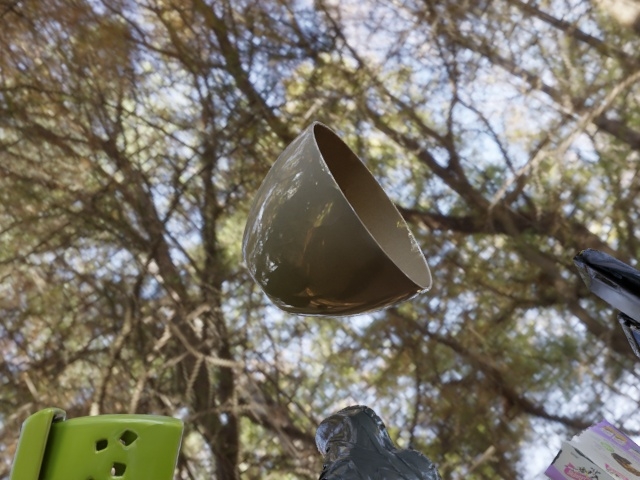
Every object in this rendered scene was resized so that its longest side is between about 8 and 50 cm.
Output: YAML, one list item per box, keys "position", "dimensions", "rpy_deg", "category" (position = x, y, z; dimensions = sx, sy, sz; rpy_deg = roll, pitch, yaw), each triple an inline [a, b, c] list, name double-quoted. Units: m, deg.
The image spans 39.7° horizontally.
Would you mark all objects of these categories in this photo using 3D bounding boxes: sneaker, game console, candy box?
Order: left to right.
- position: [0.042, 0.288, 1.096]
  dimensions: [0.130, 0.286, 0.109]
  rpy_deg: [-18, -78, -19]
  category: "sneaker"
- position: [0.467, 0.374, 1.397]
  dimensions: [0.196, 0.165, 0.070]
  rpy_deg: [0, -56, -55]
  category: "candy box"
- position: [0.529, 0.142, 1.402]
  dimensions: [0.044, 0.213, 0.361]
  rpy_deg: [-48, -41, -4]
  category: "game console"

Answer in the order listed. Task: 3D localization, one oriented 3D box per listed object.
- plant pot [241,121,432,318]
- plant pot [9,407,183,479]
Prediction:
- position: [0.000, 0.000, 1.264]
  dimensions: [0.191, 0.284, 0.284]
  rpy_deg: [-34, -39, 15]
  category: "plant pot"
- position: [-0.313, 0.341, 1.215]
  dimensions: [0.207, 0.227, 0.228]
  rpy_deg: [12, -103, -9]
  category: "plant pot"
